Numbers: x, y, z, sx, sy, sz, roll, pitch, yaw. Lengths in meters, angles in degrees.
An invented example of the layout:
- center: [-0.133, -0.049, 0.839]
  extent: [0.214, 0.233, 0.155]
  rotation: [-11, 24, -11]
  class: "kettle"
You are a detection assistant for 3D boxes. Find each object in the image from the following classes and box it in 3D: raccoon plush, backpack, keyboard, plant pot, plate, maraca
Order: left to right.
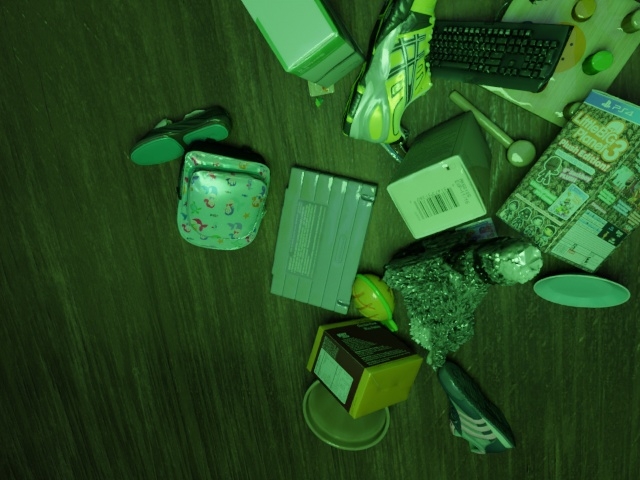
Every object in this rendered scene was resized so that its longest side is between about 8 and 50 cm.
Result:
- center: [-0.248, -0.098, 1.116]
  extent: [0.225, 0.191, 0.253]
  rotation: [8, 120, -20]
  class: "backpack"
- center: [0.079, 0.452, 1.240]
  extent: [0.237, 0.110, 0.237]
  rotation: [4, 106, 14]
  class: "plant pot"
- center: [0.142, 0.159, 1.129]
  extent: [0.099, 0.127, 0.185]
  rotation: [-35, 121, -10]
  class: "maraca"
- center: [0.304, 0.160, 0.962]
  extent: [0.216, 0.446, 0.299]
  rotation: [-25, 98, -8]
  class: "raccoon plush"
- center: [0.329, -0.409, 0.867]
  extent: [0.317, 0.033, 0.201]
  rotation: [32, 107, 45]
  class: "keyboard"
- center: [0.586, 0.108, 1.004]
  extent: [0.188, 0.188, 0.024]
  rotation: [11, 68, 11]
  class: "plate"

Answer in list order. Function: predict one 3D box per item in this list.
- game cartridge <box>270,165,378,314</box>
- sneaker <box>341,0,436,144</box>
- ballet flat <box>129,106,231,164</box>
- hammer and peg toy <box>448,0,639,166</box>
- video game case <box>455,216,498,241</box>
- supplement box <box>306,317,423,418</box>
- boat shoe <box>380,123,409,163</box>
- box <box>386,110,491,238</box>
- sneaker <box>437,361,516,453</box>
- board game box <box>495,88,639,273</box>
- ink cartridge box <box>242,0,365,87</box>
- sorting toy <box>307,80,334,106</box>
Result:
- center: [0.000, 0.000, 1.160]
  extent: [0.230, 0.068, 0.355]
  rotation: [16, 109, 13]
  class: "game cartridge"
- center: [0.174, -0.387, 0.934]
  extent: [0.147, 0.145, 0.384]
  rotation: [19, 116, -10]
  class: "sneaker"
- center: [-0.361, -0.276, 1.155]
  extent: [0.281, 0.095, 0.096]
  rotation: [-15, 60, 7]
  class: "ballet flat"
- center: [0.447, -0.344, 0.911]
  extent: [0.266, 0.127, 0.361]
  rotation: [30, 110, 4]
  class: "hammer and peg toy"
- center: [0.393, 0.012, 1.088]
  extent: [0.087, 0.011, 0.122]
  rotation: [-19, 100, 19]
  class: "video game case"
- center: [0.107, 0.305, 1.107]
  extent: [0.194, 0.191, 0.129]
  rotation: [35, 117, 44]
  class: "supplement box"
- center: [0.173, -0.242, 1.041]
  extent: [0.183, 0.066, 0.066]
  rotation: [44, 109, -1]
  class: "boat shoe"
- center: [0.254, -0.145, 0.902]
  extent: [0.148, 0.311, 0.121]
  rotation: [-22, 108, 33]
  class: "box"
- center: [0.370, 0.448, 1.143]
  extent: [0.131, 0.112, 0.319]
  rotation: [-33, 107, 25]
  class: "sneaker"
- center: [0.546, -0.104, 0.887]
  extent: [0.232, 0.141, 0.291]
  rotation: [17, 116, -37]
  class: "board game box"
- center: [-0.031, -0.445, 0.911]
  extent: [0.122, 0.289, 0.211]
  rotation: [-32, 92, 20]
  class: "ink cartridge box"
- center: [0.002, -0.370, 1.076]
  extent: [0.062, 0.012, 0.083]
  rotation: [-6, 104, 15]
  class: "sorting toy"
